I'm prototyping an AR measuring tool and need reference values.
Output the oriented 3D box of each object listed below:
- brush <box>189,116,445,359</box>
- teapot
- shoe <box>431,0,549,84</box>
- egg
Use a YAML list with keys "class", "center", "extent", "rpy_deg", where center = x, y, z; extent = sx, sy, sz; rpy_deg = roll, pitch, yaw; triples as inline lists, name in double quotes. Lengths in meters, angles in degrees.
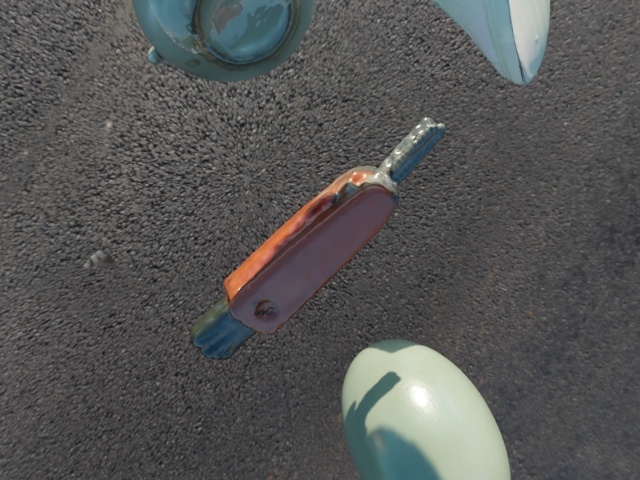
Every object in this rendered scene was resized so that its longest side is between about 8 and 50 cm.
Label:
- class: "brush"
  center: [0.000, 0.000, 0.431]
  extent: [0.323, 0.051, 0.070]
  rpy_deg: [-46, 125, 3]
- class: "teapot"
  center: [-0.127, -0.317, 0.460]
  extent: [0.220, 0.318, 0.149]
  rpy_deg: [-27, 59, -6]
- class: "shoe"
  center: [0.168, -0.287, 0.487]
  extent: [0.095, 0.110, 0.265]
  rpy_deg: [-57, 134, -17]
- class: "egg"
  center: [0.140, 0.273, 0.625]
  extent: [0.203, 0.203, 0.282]
  rpy_deg: [-31, 62, -4]
